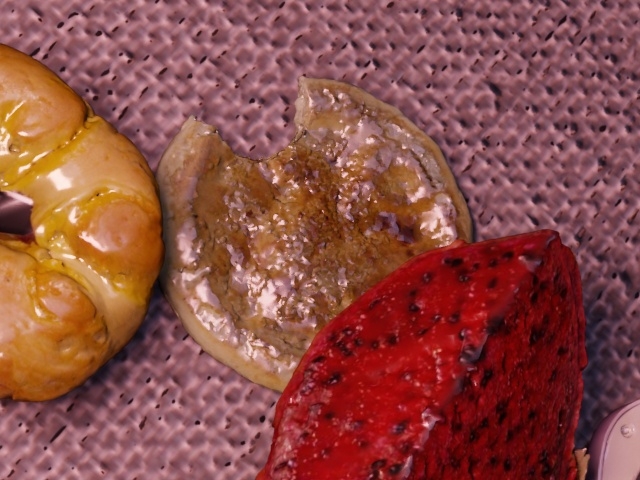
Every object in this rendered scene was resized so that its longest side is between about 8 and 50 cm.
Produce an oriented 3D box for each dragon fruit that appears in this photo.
[{"bbox_3d":[0.065,0.158,1.185,0.317,0.152,0.205,-56,134,-26],"label":"dragon fruit"}]

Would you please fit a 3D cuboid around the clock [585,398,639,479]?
[{"bbox_3d":[0.263,0.218,1.273,0.172,0.064,0.198,32,70,-5],"label":"clock"}]

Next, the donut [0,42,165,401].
[{"bbox_3d":[-0.229,-0.015,1.157,0.261,0.128,0.208,41,67,-2],"label":"donut"}]

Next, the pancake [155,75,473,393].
[{"bbox_3d":[0.000,0.000,1.268,0.253,0.037,0.254,4,74,-15],"label":"pancake"}]
